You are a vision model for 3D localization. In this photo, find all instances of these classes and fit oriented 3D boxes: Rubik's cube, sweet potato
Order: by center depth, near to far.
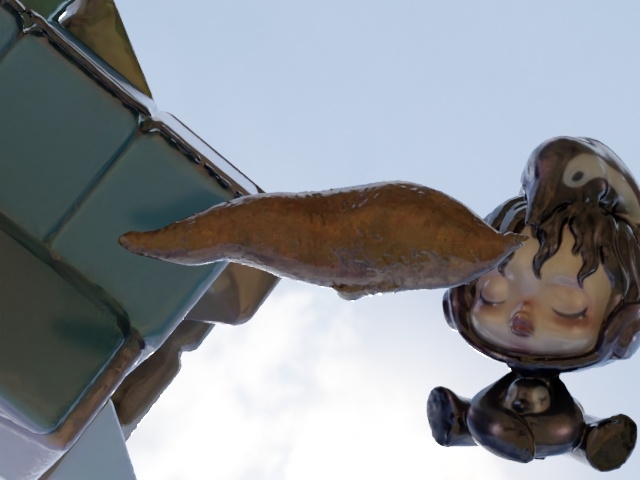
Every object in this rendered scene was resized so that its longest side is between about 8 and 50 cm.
[{"bbox_3d":[0.002,0.000,1.072,0.226,0.068,0.068,1,-135,3],"label":"sweet potato"},{"bbox_3d":[-0.217,-0.007,1.260,0.387,0.368,0.358,41,-119,-5],"label":"Rubik's cube"}]

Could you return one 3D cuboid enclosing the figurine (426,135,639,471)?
[{"bbox_3d":[0.164,0.039,1.293,0.145,0.145,0.222,10,-90,-24],"label":"figurine"}]
